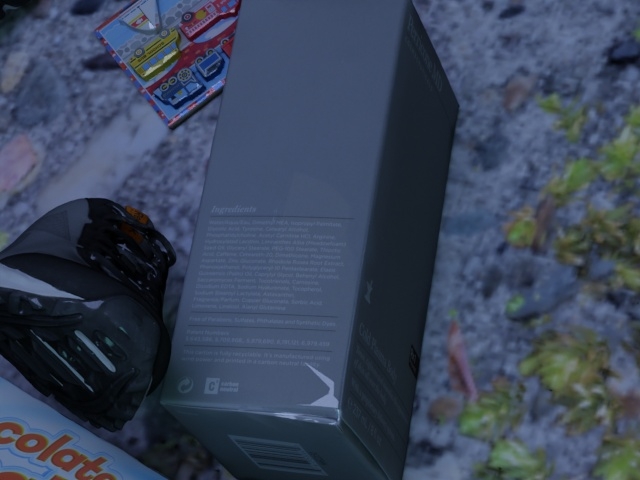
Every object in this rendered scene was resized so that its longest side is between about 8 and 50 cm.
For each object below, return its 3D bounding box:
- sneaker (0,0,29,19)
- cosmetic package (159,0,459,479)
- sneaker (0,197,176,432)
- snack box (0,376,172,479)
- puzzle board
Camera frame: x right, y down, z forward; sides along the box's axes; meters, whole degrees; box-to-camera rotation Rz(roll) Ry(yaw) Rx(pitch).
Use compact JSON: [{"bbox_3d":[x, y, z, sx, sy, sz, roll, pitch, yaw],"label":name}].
[{"bbox_3d":[-0.223,-0.242,1.175,0.121,0.099,0.262,6,59,29],"label":"sneaker"},{"bbox_3d":[0.000,0.000,0.950,0.107,0.127,0.238,4,68,20],"label":"cosmetic package"},{"bbox_3d":[-0.121,0.022,0.922,0.108,0.271,0.100,-45,104,-10],"label":"sneaker"},{"bbox_3d":[-0.182,0.158,0.917,0.322,0.060,0.187,26,40,27],"label":"snack box"},{"bbox_3d":[-0.066,-0.138,1.108,0.128,0.011,0.096,-38,59,-3],"label":"puzzle board"}]
